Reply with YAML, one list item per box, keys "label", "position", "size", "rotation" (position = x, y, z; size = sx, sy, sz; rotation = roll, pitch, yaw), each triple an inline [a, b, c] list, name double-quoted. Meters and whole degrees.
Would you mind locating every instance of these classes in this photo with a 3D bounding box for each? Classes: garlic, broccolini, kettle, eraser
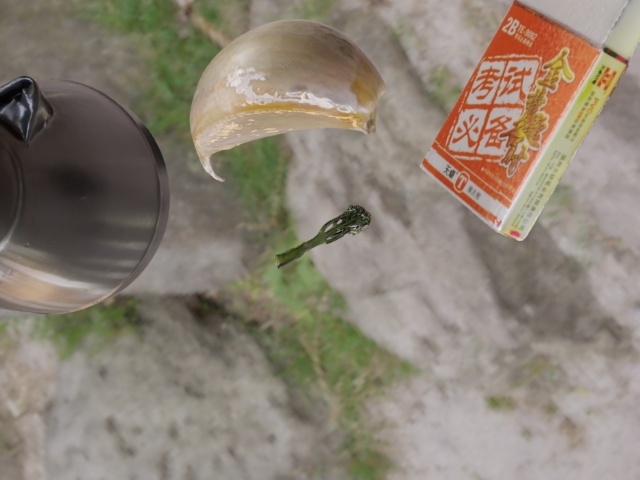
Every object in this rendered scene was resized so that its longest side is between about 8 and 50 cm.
- label: "garlic"
  position: [-0.053, -0.161, 1.718]
  size: [0.245, 0.145, 0.164]
  rotation: [-14, 119, 28]
- label: "broccolini"
  position: [0.000, 0.000, 1.693]
  size: [0.030, 0.140, 0.035]
  rotation: [49, 145, 15]
- label: "kettle"
  position: [-0.278, -0.031, 1.256]
  size: [0.251, 0.271, 0.207]
  rotation: [-21, 86, 11]
- label: "eraser"
  position: [0.185, -0.130, 1.326]
  size: [0.230, 0.038, 0.157]
  rotation: [-61, 30, 11]
